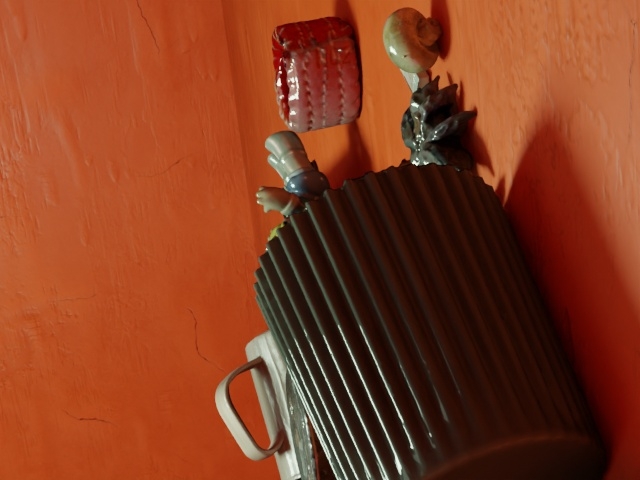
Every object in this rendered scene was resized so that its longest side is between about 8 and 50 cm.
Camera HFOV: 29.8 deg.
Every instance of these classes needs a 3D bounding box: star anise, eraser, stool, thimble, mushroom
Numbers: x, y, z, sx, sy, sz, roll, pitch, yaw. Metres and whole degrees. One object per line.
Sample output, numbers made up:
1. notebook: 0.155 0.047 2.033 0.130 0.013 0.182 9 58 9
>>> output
1. star anise: 0.142 -0.107 1.471 0.181 0.061 0.205 92 164 -50
2. eraser: 0.124 -0.221 1.586 0.083 0.019 0.038 -111 16 -48
3. stool: 0.114 0.135 1.249 0.297 0.297 0.330 92 161 -50
4. thimble: -0.010 -0.274 1.992 0.190 0.125 0.163 90 166 -46
5. mushroom: 0.114 -0.246 1.474 0.067 0.083 0.084 -24 71 37

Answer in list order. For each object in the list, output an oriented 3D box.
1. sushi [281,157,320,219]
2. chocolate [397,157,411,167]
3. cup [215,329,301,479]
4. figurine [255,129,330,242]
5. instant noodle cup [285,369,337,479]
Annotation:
1. sushi: 0.035 0.034 2.225 0.359 0.064 0.343 149 102 -75
2. chocolate: 0.105 0.006 1.646 0.083 0.161 0.261 34 157 19
3. cup: -0.028 0.288 2.099 0.208 0.288 0.273 94 158 -74
4. figurine: -0.001 -0.018 1.944 0.224 0.205 0.382 95 161 -71
5. instant noodle cup: 0.064 0.286 1.890 0.217 0.207 0.218 171 90 -81
